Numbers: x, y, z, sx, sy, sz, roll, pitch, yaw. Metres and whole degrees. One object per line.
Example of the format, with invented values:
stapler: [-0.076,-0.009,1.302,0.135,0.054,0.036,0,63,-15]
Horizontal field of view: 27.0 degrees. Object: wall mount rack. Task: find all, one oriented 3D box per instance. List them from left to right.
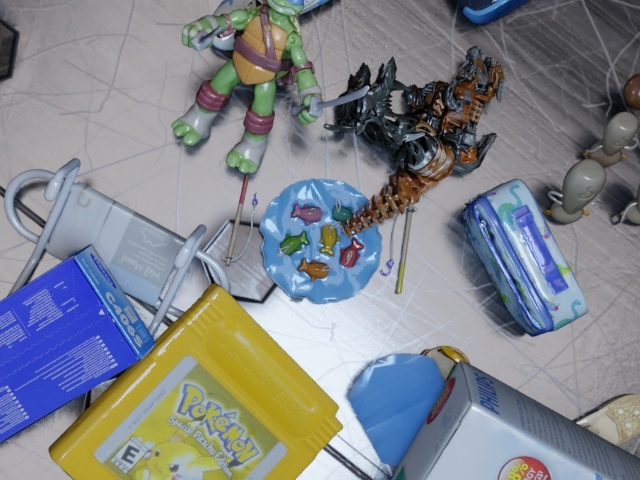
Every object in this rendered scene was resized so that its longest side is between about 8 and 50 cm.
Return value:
wall mount rack: [-0.318,0.065,1.858,0.350,0.130,0.304,27,111,0]

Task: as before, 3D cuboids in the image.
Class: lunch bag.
lunch bag: [0.285,0.025,1.876,0.090,0.176,0.219,-27,88,-6]

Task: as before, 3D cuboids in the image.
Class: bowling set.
bowling set: [0.477,-0.125,1.940,0.287,0.154,0.200,6,66,-2]

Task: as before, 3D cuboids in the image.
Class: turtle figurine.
turtle figurine: [-0.103,-0.210,1.814,0.198,0.266,0.274,6,42,-27]

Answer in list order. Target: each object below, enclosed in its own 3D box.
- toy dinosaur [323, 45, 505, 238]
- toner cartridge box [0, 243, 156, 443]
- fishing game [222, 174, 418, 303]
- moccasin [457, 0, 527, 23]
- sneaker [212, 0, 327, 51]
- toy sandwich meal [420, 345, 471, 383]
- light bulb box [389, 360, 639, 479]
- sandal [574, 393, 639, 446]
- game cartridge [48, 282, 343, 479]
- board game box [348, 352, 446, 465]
toy dinosaur: [0.135,-0.149,1.903,0.218,0.164,0.322,38,61,-16]
toner cartridge box: [-0.410,0.164,1.795,0.348,0.075,0.165,-30,97,15]
fishing game: [0.000,0.000,1.927,0.264,0.041,0.189,13,81,-3]
moccasin: [0.343,-0.448,1.946,0.342,0.138,0.117,-30,83,-7]
sneaker: [-0.061,-0.354,1.932,0.237,0.086,0.085,-31,89,-5]
toy sandwich meal: [0.179,0.189,1.926,0.086,0.029,0.085,0,85,-4]
light bulb box: [0.259,0.415,1.777,0.361,0.225,0.358,29,99,-2]
sandal: [0.378,0.300,1.906,0.240,0.079,0.088,-36,88,-6]
game cartridge: [-0.161,0.267,1.839,0.323,0.053,0.285,-45,109,-6]
board game box: [0.122,0.238,1.913,0.133,0.033,0.168,-28,103,1]
